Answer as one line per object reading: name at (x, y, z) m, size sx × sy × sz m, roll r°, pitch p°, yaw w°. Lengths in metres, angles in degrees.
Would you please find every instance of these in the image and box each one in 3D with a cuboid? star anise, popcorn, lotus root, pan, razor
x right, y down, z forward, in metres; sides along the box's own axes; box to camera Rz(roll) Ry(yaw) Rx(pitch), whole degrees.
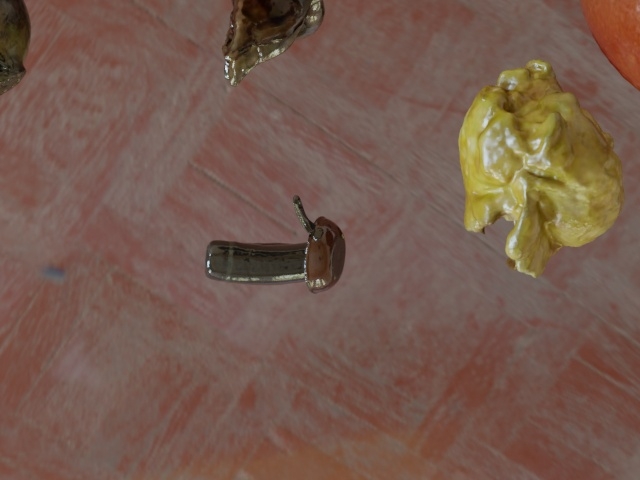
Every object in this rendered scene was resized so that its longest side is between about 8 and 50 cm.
star anise at (-0.017, -0.270, 1.276) m, size 0.088 × 0.288 × 0.288 m, roll 38°, pitch 96°, yaw 5°
popcorn at (0.269, -0.084, 1.591) m, size 0.190 × 0.191 × 0.254 m, roll -2°, pitch 110°, yaw -7°
lotus root at (-0.252, -0.168, 0.890) m, size 0.080 × 0.089 × 0.179 m, roll -41°, pitch 65°, yaw 11°
pan at (0.000, 0.000, 1.128) m, size 0.023 × 0.068 × 0.115 m, roll 5°, pitch 146°, yaw 20°
razor at (-0.066, 0.027, 1.578) m, size 0.148 × 0.090 × 0.054 m, roll 1°, pitch 90°, yaw -3°

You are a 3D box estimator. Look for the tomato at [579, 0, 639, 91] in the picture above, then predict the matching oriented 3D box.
tomato at (0.391, -0.251, 1.084) m, size 0.341 × 0.273 × 0.342 m, roll 7°, pitch 67°, yaw -17°
